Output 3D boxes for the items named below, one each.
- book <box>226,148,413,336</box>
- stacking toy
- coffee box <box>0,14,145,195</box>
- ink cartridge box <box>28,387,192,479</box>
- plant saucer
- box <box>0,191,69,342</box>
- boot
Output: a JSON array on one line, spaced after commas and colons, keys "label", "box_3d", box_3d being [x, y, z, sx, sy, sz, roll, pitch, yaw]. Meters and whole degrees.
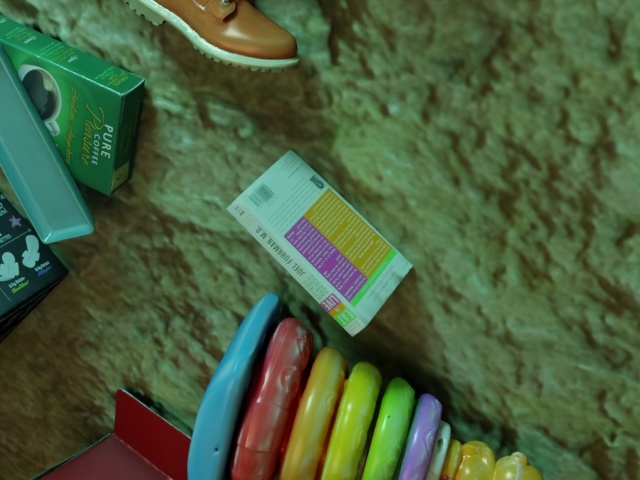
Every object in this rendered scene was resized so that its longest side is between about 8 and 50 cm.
[{"label": "book", "box_3d": [0.000, 0.000, 0.946, 0.144, 0.096, 0.035, 46, 127, -3]}, {"label": "stacking toy", "box_3d": [0.051, 0.175, 1.001, 0.302, 0.165, 0.175, 15, 113, 5]}, {"label": "coffee box", "box_3d": [-0.249, -0.126, 1.034, 0.184, 0.040, 0.113, 24, 127, 13]}, {"label": "ink cartridge box", "box_3d": [-0.154, 0.344, 1.151, 0.309, 0.130, 0.271, 29, 126, 27]}, {"label": "plant saucer", "box_3d": [-0.265, -0.086, 1.028, 0.067, 0.018, 0.192, -11, 113, 33]}, {"label": "box", "box_3d": [-0.399, 0.070, 1.142, 0.142, 0.163, 0.247, 50, 126, -2]}, {"label": "boot", "box_3d": [-0.078, -0.192, 0.904, 0.158, 0.059, 0.084, 31, 121, 10]}]
